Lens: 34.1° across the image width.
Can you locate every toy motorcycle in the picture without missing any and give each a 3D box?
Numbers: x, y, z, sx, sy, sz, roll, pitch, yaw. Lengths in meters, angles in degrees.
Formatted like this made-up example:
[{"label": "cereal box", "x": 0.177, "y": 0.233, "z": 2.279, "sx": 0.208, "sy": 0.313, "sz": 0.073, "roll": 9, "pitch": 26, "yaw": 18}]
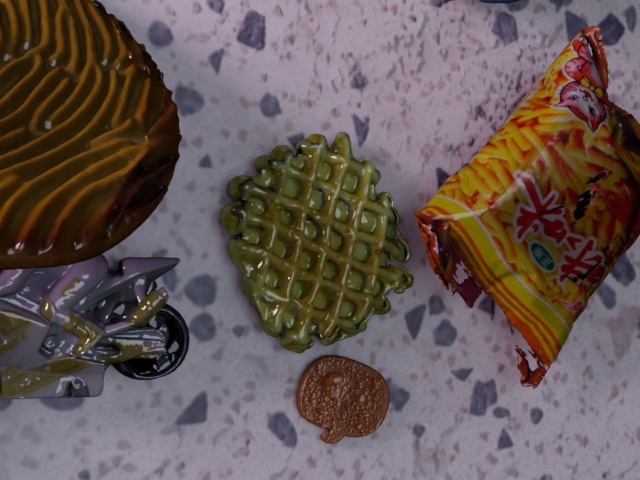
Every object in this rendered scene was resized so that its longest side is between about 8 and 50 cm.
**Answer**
[{"label": "toy motorcycle", "x": -0.214, "y": 0.047, "z": 0.793, "sx": 0.225, "sy": 0.073, "sz": 0.152, "roll": -7, "pitch": 98, "yaw": -18}]

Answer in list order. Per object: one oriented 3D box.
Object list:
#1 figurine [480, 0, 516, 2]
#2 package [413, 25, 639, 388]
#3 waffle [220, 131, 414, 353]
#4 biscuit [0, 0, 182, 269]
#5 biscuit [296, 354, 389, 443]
[{"label": "figurine", "x": 0.226, "y": -0.328, "z": 0.987, "sx": 0.275, "sy": 0.161, "sz": 0.158, "roll": -29, "pitch": 64, "yaw": -26}, {"label": "package", "x": 0.224, "y": -0.031, "z": 0.996, "sx": 0.288, "sy": 0.108, "sz": 0.223, "roll": -46, "pitch": 112, "yaw": -13}, {"label": "waffle", "x": 0.000, "y": 0.000, "z": 0.921, "sx": 0.169, "sy": 0.036, "sz": 0.183, "roll": -27, "pitch": 101, "yaw": -27}, {"label": "biscuit", "x": -0.242, "y": -0.112, "z": 0.709, "sx": 0.318, "sy": 0.040, "sz": 0.318, "roll": 21, "pitch": 41, "yaw": -19}, {"label": "biscuit", "x": 0.019, "y": 0.144, "z": 0.935, "sx": 0.091, "sy": 0.015, "sz": 0.078, "roll": 25, "pitch": 79, "yaw": -22}]
